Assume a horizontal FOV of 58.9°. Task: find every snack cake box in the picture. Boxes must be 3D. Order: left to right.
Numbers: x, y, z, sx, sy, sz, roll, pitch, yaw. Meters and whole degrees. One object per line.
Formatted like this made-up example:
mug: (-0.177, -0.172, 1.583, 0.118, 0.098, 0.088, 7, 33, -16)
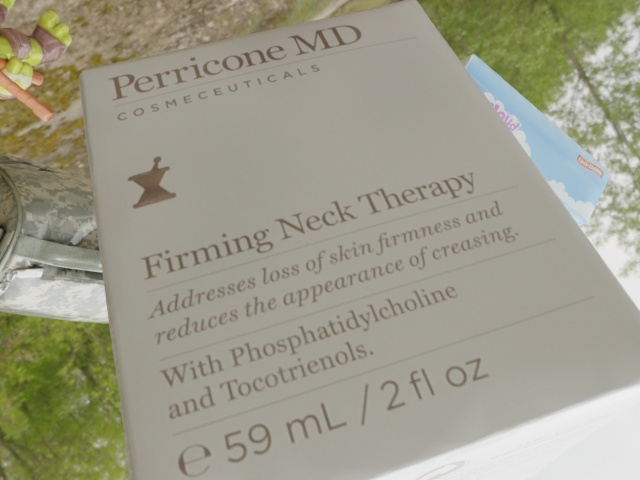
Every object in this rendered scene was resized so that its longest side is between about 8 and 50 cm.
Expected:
snack cake box: (0.247, -0.122, 0.797, 0.089, 0.264, 0.152, -59, -165, -13)

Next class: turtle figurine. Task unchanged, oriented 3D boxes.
turtle figurine: (-0.337, -0.179, 0.537, 0.217, 0.270, 0.087, -69, 180, -58)

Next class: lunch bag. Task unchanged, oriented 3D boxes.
lunch bag: (-0.345, 0.009, 0.802, 0.256, 0.212, 0.305, 12, 178, 43)

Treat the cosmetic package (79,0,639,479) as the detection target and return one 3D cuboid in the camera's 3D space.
cosmetic package: (0.002, 0.052, 0.539, 0.329, 0.393, 0.327, -16, 148, -9)
